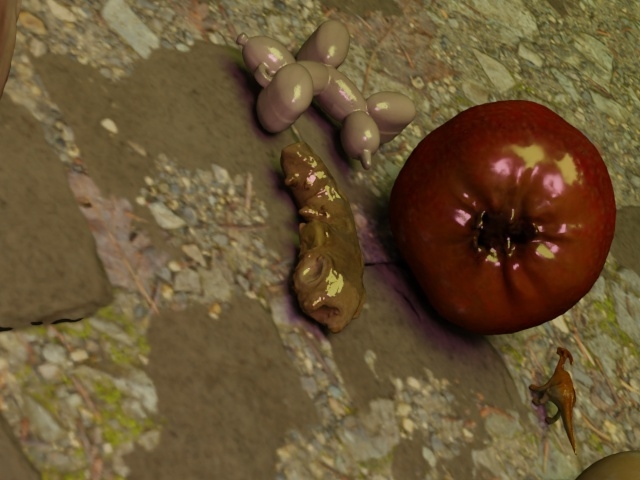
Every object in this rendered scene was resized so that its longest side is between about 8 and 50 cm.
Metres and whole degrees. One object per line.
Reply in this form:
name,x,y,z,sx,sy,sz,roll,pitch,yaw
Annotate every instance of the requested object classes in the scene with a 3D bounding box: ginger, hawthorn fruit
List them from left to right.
ginger,0.002,0.000,0.993,0.069,0.051,0.173,25,36,-37
hawthorn fruit,0.161,-0.031,1.077,0.196,0.196,0.225,44,19,-5

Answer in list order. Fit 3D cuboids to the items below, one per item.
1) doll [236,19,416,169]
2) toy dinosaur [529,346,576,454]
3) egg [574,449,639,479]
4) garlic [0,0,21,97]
doll,-0.001,-0.132,1.102,0.161,0.059,0.160,47,34,-1
toy dinosaur,0.204,0.141,1.073,0.026,0.041,0.113,33,42,-25
egg,0.245,0.242,0.914,0.164,0.164,0.201,33,24,-20
garlic,-0.308,-0.116,0.620,0.231,0.246,0.340,65,22,6
